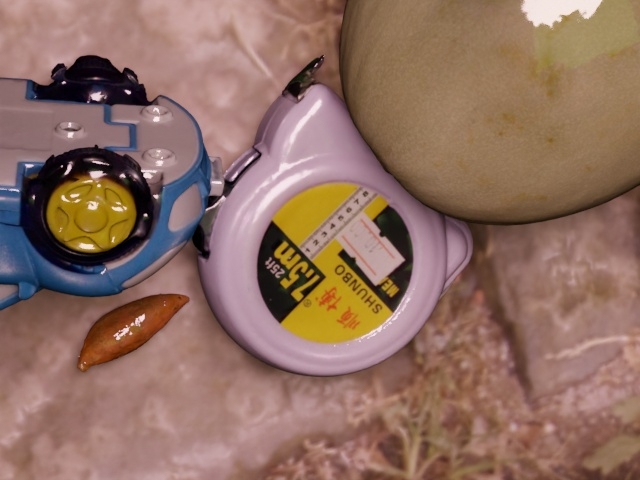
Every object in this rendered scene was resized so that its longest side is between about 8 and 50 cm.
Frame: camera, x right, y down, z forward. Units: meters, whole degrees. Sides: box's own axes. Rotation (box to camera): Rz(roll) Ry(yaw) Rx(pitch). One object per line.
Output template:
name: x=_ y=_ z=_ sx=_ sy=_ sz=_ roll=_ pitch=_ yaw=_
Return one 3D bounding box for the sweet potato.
sweet potato: x=-0.138 y=0.063 z=1.116 sx=0.095 sy=0.034 sz=0.034 roll=-32 pitch=108 yaw=-11

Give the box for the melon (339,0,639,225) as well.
melon: x=0.155 y=-0.151 z=0.986 sx=0.271 sy=0.272 sz=0.308 roll=28 pitch=82 yaw=-15

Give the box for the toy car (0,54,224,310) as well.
toy car: x=-0.222 y=-0.024 z=1.002 sx=0.314 sy=0.198 sz=0.166 roll=2 pitch=119 yaw=-11

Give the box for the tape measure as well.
tape measure: x=-0.004 y=0.001 z=1.088 sx=0.178 sy=0.105 sz=0.196 roll=-42 pitch=109 yaw=-4
